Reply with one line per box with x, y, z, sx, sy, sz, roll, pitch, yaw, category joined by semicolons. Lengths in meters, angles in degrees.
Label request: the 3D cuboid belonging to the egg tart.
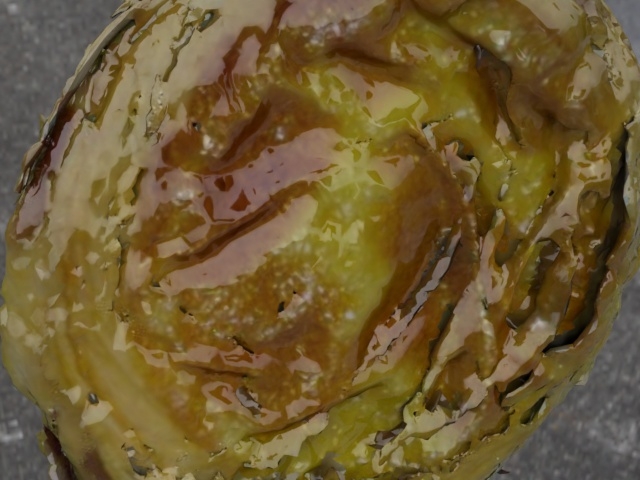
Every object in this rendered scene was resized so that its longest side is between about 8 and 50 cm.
0.000;0.000;0.563;0.297;0.297;0.132;-18;28;-21;egg tart
